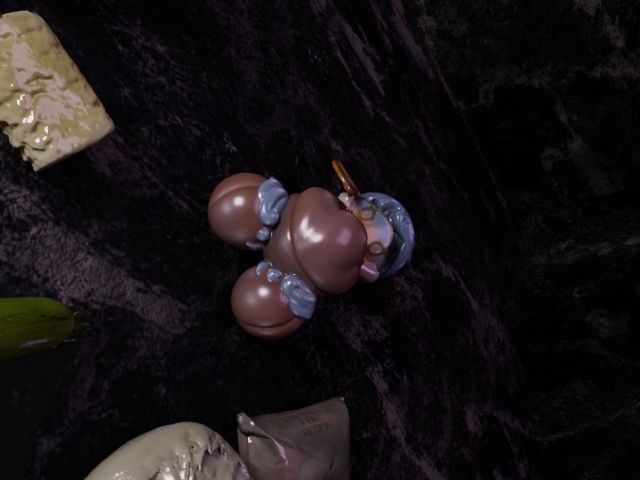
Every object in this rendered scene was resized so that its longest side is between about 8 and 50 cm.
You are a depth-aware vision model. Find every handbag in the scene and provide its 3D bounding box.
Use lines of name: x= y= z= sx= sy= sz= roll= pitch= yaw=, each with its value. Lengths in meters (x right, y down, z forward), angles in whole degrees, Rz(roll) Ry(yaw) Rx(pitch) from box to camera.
handbag: x=-0.033 y=0.349 z=0.834 sx=0.270 sy=0.117 sz=0.183 roll=12 pitch=74 yaw=-54

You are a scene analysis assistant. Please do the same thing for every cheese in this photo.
cheese: x=-0.341 y=-0.179 z=0.635 sx=0.167 sy=0.093 sz=0.123 roll=61 pitch=33 yaw=-18

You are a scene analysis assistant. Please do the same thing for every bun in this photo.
bun: x=-0.165 y=0.362 z=0.602 sx=0.287 sy=0.146 sz=0.288 roll=24 pitch=58 yaw=-47

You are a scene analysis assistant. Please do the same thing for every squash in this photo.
squash: x=-0.360 y=0.102 z=0.503 sx=0.071 sy=0.080 sz=0.318 roll=39 pitch=26 yaw=19

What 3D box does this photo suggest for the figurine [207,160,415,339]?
figurine: x=0.000 y=-0.001 z=0.957 sx=0.388 sy=0.248 sz=0.277 roll=-9 pitch=81 yaw=-66
